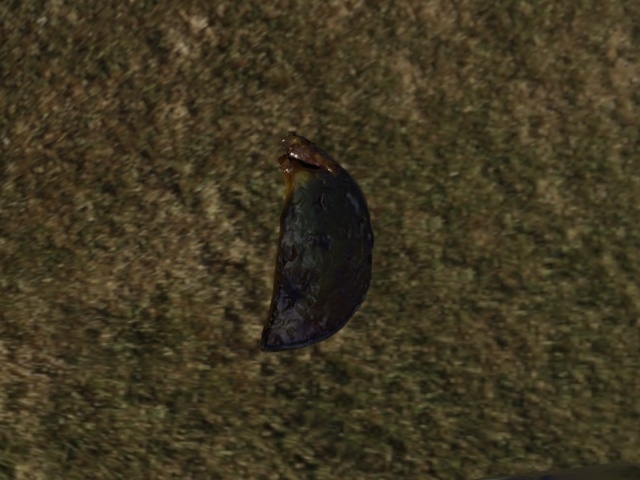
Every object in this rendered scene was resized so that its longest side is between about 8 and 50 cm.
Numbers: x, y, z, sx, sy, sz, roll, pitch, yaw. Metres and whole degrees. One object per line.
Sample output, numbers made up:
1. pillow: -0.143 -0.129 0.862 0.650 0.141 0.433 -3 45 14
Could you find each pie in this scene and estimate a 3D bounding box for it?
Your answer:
1. pie: 0.002 0.002 1.033 0.088 0.033 0.191 6 79 -7

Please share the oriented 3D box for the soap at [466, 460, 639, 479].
1. soap: 0.160 0.214 0.593 0.138 0.182 0.199 3 86 -29
